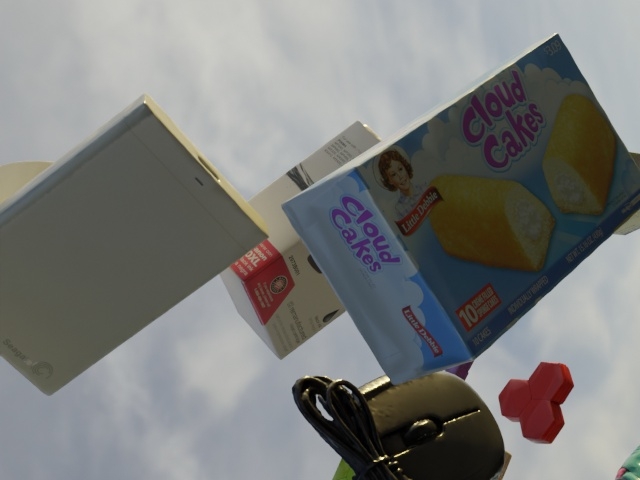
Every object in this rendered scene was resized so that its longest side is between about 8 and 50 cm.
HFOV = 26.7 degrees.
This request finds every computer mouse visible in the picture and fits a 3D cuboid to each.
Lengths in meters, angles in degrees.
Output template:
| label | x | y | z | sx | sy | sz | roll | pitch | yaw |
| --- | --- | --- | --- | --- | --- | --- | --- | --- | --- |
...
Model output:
| label | x | y | z | sx | sy | sz | roll | pitch | yaw |
| --- | --- | --- | --- | --- | --- | --- | --- | --- | --- |
| computer mouse | 0.094 | 0.166 | 1.100 | 0.188 | 0.072 | 0.272 | 56 | -162 | 12 |

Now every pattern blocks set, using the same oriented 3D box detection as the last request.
| label | x | y | z | sx | sy | sz | roll | pitch | yaw |
| --- | --- | --- | --- | --- | --- | --- | --- | --- | --- |
| pattern blocks set | 0.107 | 0.260 | 1.345 | 0.026 | 0.285 | 0.325 | 29 | -106 | -36 |

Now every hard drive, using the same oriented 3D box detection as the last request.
| label | x | y | z | sx | sy | sz | roll | pitch | yaw |
| --- | --- | --- | --- | --- | --- | --- | --- | --- | --- |
| hard drive | -0.236 | 0.012 | 1.417 | 0.203 | 0.307 | 0.040 | 48 | -167 | -28 |

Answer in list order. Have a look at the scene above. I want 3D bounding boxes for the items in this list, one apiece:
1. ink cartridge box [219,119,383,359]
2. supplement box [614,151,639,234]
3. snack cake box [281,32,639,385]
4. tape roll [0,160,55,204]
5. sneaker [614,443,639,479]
| label | x | y | z | sx | sy | sz | roll | pitch | yaw |
| --- | --- | --- | --- | --- | --- | --- | --- | --- | --- |
| ink cartridge box | 0.000 | 0.000 | 1.586 | 0.237 | 0.100 | 0.172 | -37 | -36 | -12 |
| supplement box | 0.306 | -0.047 | 1.366 | 0.083 | 0.083 | 0.056 | 4 | -112 | -38 |
| snack cake box | 0.115 | -0.029 | 0.985 | 0.264 | 0.089 | 0.152 | -36 | -83 | -41 |
| tape roll | -0.368 | 0.023 | 1.855 | 0.246 | 0.246 | 0.169 | 48 | -140 | -52 |
| sneaker | 0.435 | 0.346 | 1.514 | 0.178 | 0.295 | 0.124 | -27 | -33 | -22 |
